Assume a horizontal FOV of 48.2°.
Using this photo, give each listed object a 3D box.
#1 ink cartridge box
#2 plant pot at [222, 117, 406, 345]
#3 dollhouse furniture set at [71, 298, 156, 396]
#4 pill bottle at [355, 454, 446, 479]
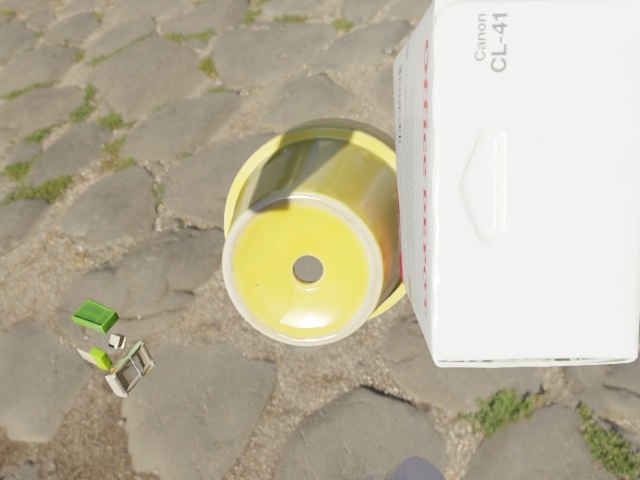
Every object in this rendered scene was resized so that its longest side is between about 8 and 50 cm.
[{"bbox_3d":[0.130,-0.051,0.557,0.131,0.226,0.306,-1,8,1],"label":"ink cartridge box"},{"bbox_3d":[0.000,0.000,0.812,0.253,0.254,0.239,-8,15,11],"label":"plant pot"},{"bbox_3d":[-0.309,0.158,1.053,0.058,0.152,0.076,16,51,27],"label":"dollhouse furniture set"},{"bbox_3d":[0.057,0.327,0.806,0.193,0.108,0.108,-47,33,28],"label":"pill bottle"}]
